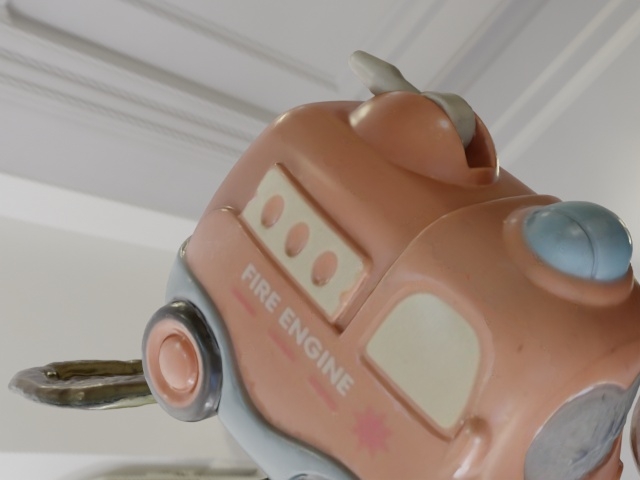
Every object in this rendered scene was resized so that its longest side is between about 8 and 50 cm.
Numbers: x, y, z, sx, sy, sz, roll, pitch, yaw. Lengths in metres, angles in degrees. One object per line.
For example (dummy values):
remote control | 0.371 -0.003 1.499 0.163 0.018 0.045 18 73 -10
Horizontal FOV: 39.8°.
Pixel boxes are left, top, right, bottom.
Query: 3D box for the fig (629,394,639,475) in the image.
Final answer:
fig | 0.333 0.187 0.755 0.207 0.175 0.175 -38 -102 -21

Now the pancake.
pancake | -0.198 0.144 0.929 0.250 0.250 0.031 -1 -92 -55

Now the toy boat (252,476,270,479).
toy boat | -0.106 0.404 1.457 0.115 0.063 0.016 -2 -95 -26

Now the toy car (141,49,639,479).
toy car | 0.052 0.040 0.464 0.181 0.212 0.270 -9 -134 -47
